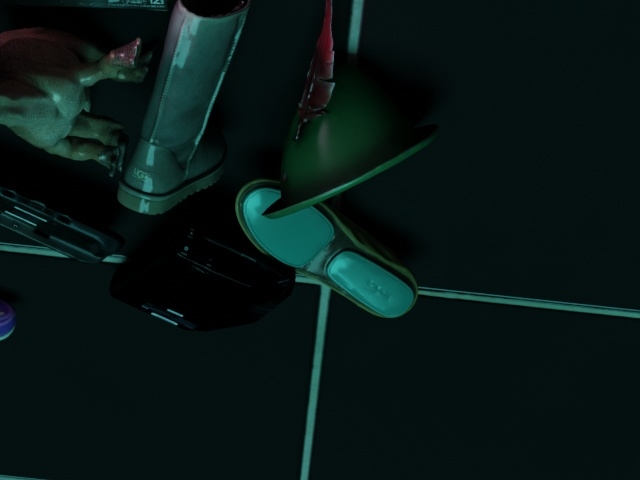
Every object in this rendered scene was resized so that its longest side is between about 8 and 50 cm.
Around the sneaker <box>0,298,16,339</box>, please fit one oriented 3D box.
[{"bbox_3d":[-0.394,0.054,2.007,0.170,0.068,0.071,28,132,-26],"label":"sneaker"}]

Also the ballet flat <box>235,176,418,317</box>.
[{"bbox_3d":[0.000,0.000,1.870,0.080,0.073,0.232,-43,121,16],"label":"ballet flat"}]

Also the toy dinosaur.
[{"bbox_3d":[-0.257,-0.141,1.638,0.200,0.127,0.295,15,-172,-1],"label":"toy dinosaur"}]

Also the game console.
[{"bbox_3d":[-0.215,-0.002,1.882,0.361,0.044,0.213,25,158,-18],"label":"game console"}]

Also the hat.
[{"bbox_3d":[-0.003,-0.142,1.704,0.208,0.173,0.183,-22,100,33],"label":"hat"}]

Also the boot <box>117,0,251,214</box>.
[{"bbox_3d":[-0.109,-0.142,1.678,0.076,0.189,0.208,18,116,6],"label":"boot"}]

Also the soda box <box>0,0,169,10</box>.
[{"bbox_3d":[-0.210,-0.235,1.601,0.169,0.053,0.060,2,143,5],"label":"soda box"}]
